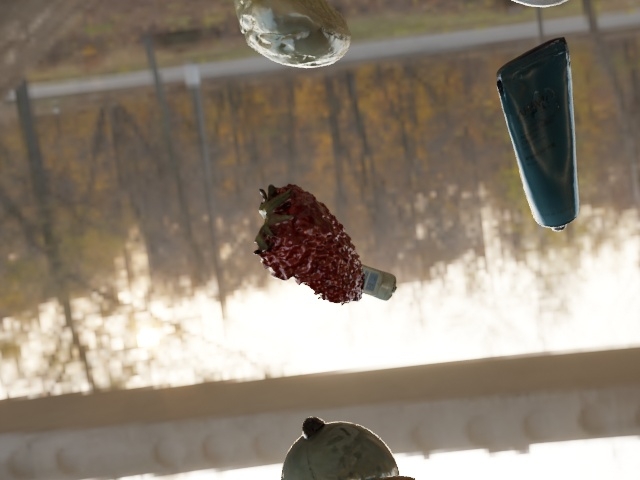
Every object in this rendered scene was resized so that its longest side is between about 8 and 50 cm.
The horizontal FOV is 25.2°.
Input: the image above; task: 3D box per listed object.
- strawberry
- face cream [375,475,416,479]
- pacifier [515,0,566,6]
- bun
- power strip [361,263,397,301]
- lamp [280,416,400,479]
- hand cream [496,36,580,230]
[{"bbox_3d":[0.002,-0.003,2.156,0.208,0.167,0.087,23,144,-24],"label":"strawberry"},{"bbox_3d":[0.090,0.355,1.598,0.072,0.182,0.051,-2,-177,37],"label":"face cream"},{"bbox_3d":[0.283,-0.419,1.904,0.273,0.220,0.332,-43,-167,7],"label":"pacifier"},{"bbox_3d":[-0.052,-0.291,1.899,0.102,0.183,0.183,-52,171,15],"label":"bun"},{"bbox_3d":[0.072,0.064,2.300,0.030,0.048,0.191,19,179,-23],"label":"power strip"},{"bbox_3d":[0.034,0.392,2.159,0.197,0.244,0.198,-3,140,-3],"label":"lamp"},{"bbox_3d":[0.228,-0.098,1.445,0.083,0.224,0.048,-28,-139,-12],"label":"hand cream"}]
